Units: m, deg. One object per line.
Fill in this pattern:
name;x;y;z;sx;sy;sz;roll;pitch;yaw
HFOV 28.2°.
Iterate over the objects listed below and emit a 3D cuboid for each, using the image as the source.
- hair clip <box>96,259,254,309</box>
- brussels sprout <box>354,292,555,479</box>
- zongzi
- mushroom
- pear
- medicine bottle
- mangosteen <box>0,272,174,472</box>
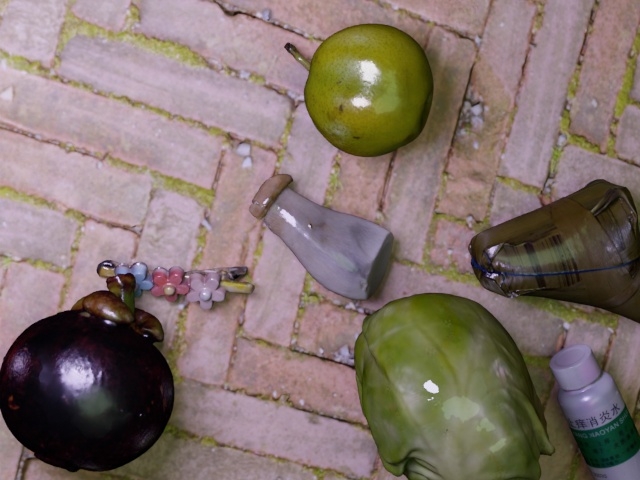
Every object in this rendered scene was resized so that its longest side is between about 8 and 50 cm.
hair clip;-0.195;0.058;1.731;0.214;0.056;0.062;1;132;-18
brussels sprout;0.173;0.218;1.759;0.247;0.328;0.328;-18;107;15
zongzi;0.373;0.078;1.881;0.260;0.123;0.289;-24;110;-7
mushroom;0.000;0.000;1.768;0.225;0.093;0.116;26;73;-11
pear;0.044;-0.208;1.708;0.216;0.166;0.180;18;107;6
medicine bottle;0.430;0.283;1.948;0.095;0.095;0.260;-30;106;-10
mangosteen;-0.289;0.165;1.638;0.228;0.228;0.265;24;78;-20
